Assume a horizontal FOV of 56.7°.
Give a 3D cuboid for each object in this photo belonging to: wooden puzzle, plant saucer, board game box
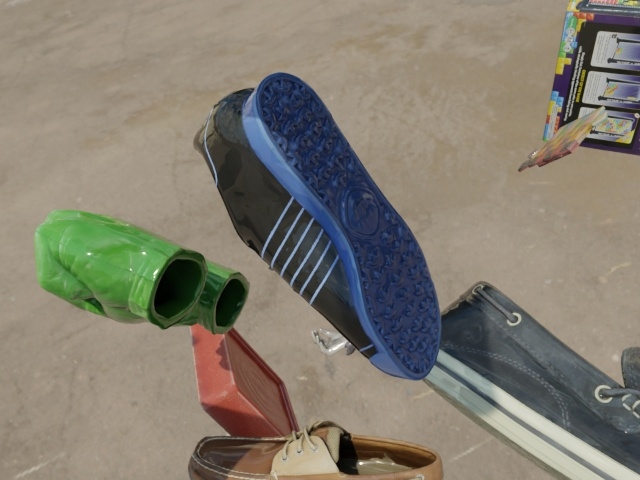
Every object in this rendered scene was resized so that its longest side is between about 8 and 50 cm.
[{"bbox_3d":[0.190,-0.078,0.461,0.049,0.006,0.083,-46,5,-17],"label":"wooden puzzle"},{"bbox_3d":[-0.110,0.245,0.958,0.048,0.258,0.259,-35,29,1],"label":"plant saucer"},{"bbox_3d":[0.333,-0.179,0.655,0.141,0.170,0.048,14,51,20],"label":"board game box"}]

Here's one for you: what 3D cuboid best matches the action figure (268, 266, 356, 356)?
[{"bbox_3d":[0.043,0.066,0.824,0.141,0.276,0.164,-32,34,23],"label":"action figure"}]

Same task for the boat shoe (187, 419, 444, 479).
[{"bbox_3d":[-0.002,0.280,0.745,0.325,0.116,0.123,7,17,2],"label":"boat shoe"}]

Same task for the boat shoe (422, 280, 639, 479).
[{"bbox_3d":[0.300,0.187,0.568,0.500,0.187,0.156,31,78,42],"label":"boat shoe"}]

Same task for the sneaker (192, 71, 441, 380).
[{"bbox_3d":[0.000,0.000,0.414,0.091,0.232,0.081,-13,22,47],"label":"sneaker"}]

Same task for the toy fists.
[{"bbox_3d":[-0.179,0.040,0.607,0.142,0.279,0.096,22,84,13],"label":"toy fists"}]
